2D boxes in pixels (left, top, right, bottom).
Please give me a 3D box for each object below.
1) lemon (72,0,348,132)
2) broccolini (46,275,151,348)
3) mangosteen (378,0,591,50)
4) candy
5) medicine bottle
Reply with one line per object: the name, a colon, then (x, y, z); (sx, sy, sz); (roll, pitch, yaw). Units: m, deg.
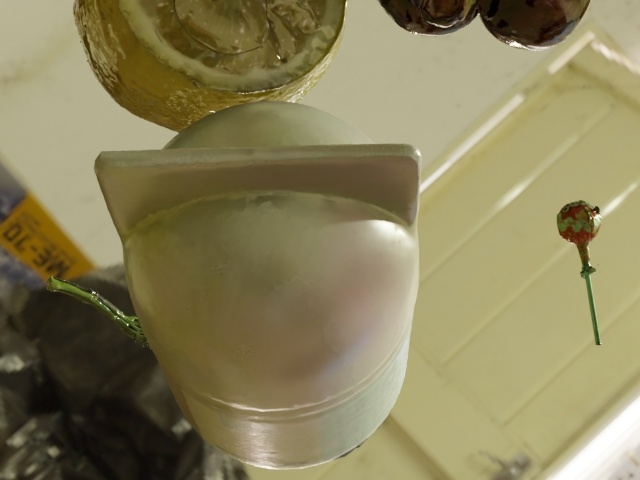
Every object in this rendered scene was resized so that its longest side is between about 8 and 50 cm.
lemon: (-0.153, -0.297, 1.617); (0.364, 0.364, 0.364); (48, -7, 7)
broccolini: (-0.317, 0.114, 1.874); (0.051, 0.054, 0.239); (-20, -42, 39)
mangosteen: (0.191, -0.430, 1.504); (0.382, 0.382, 0.435); (58, 15, -55)
candy: (0.333, 0.041, 1.533); (0.049, 0.056, 0.184); (-73, 153, -87)
medicine bottle: (-0.037, 0.026, 1.003); (0.236, 0.236, 0.406); (46, -15, 19)
